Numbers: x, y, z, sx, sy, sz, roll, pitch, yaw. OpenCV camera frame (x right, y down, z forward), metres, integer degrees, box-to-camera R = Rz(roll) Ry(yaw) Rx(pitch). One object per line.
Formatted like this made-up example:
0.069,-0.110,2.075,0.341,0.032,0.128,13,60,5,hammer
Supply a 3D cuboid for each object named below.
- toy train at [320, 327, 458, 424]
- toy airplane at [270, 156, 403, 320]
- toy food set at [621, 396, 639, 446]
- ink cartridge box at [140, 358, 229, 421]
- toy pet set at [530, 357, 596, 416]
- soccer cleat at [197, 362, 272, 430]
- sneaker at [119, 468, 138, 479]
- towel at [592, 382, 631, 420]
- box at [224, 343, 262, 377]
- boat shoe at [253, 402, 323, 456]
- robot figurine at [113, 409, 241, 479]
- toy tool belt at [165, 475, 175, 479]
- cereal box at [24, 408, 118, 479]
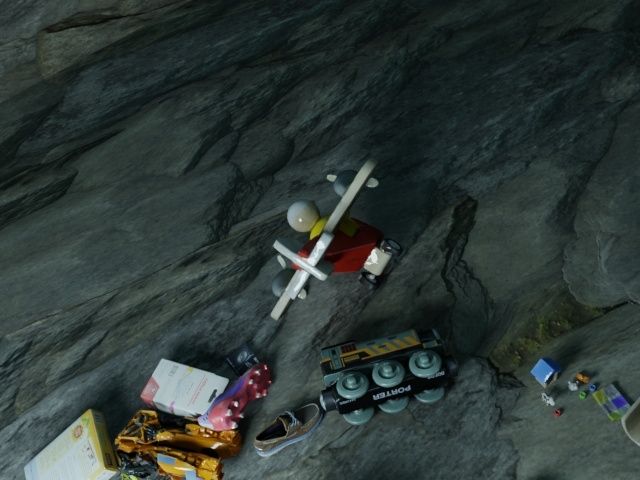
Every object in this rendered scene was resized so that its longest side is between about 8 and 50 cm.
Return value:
0.152,0.306,1.995,0.333,0.142,0.190,-16,40,-2,toy train
0.000,0.000,2.112,0.386,0.384,0.272,-37,64,-17,toy airplane
0.836,0.405,1.794,0.219,0.092,0.306,-40,54,-21,toy food set
-0.325,0.376,2.072,0.198,0.067,0.115,12,55,23,ink cartridge box
0.554,0.321,1.939,0.122,0.065,0.114,-32,52,-15,toy pet set
-0.198,0.367,2.006,0.095,0.083,0.248,-5,23,26,soccer cleat
-0.455,0.557,1.971,0.083,0.031,0.035,33,64,32,sneaker
0.664,0.367,1.915,0.060,0.009,0.083,-21,50,-7,towel
-0.193,0.310,2.131,0.067,0.018,0.083,-33,52,-15,box
-0.073,0.437,1.970,0.183,0.066,0.066,-34,53,-16,boat shoe
-0.342,0.473,1.953,0.290,0.085,0.211,10,28,14,robot figurine
-0.310,0.559,1.936,0.083,0.052,0.051,14,18,18,toy tool belt
-0.580,0.529,1.946,0.240,0.047,0.173,-41,49,14,cereal box
